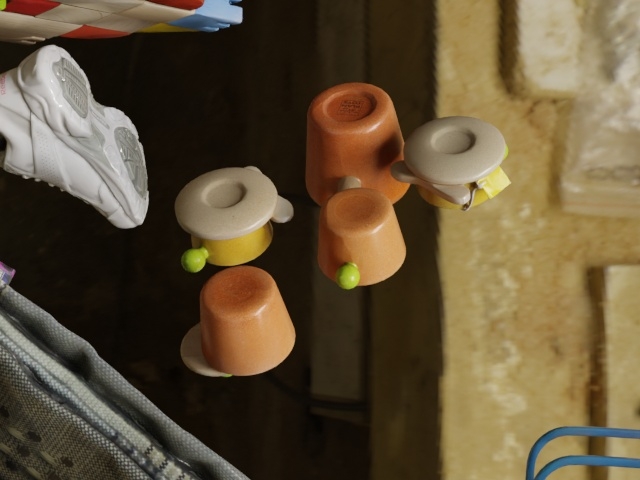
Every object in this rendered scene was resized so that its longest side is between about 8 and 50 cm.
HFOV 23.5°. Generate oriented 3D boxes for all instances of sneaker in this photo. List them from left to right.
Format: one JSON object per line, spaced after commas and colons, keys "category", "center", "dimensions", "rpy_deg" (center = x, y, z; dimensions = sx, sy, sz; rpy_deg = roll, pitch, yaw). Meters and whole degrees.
{"category": "sneaker", "center": [-0.240, -0.086, 1.416], "dimensions": [0.115, 0.232, 0.090], "rpy_deg": [-15, 49, 15]}

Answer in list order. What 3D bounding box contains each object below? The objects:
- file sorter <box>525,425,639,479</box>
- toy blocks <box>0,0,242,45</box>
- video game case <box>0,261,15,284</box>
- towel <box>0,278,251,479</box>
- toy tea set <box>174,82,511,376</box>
{"category": "file sorter", "center": [0.131, 0.149, 0.591], "dimensions": [0.104, 0.170, 0.118], "rpy_deg": [3, 102, 6]}
{"category": "toy blocks", "center": [-0.180, -0.235, 1.255], "dimensions": [0.261, 0.381, 0.191], "rpy_deg": [4, 83, -38]}
{"category": "video game case", "center": [-0.334, 0.020, 1.032], "dimensions": [0.232, 0.210, 0.042], "rpy_deg": [32, 112, -11]}
{"category": "towel", "center": [-0.158, 0.126, 0.740], "dimensions": [0.312, 0.324, 0.056], "rpy_deg": [43, 50, 1]}
{"category": "toy tea set", "center": [0.000, 0.000, 1.291], "dimensions": [0.336, 0.200, 0.124], "rpy_deg": [-36, 138, -27]}
